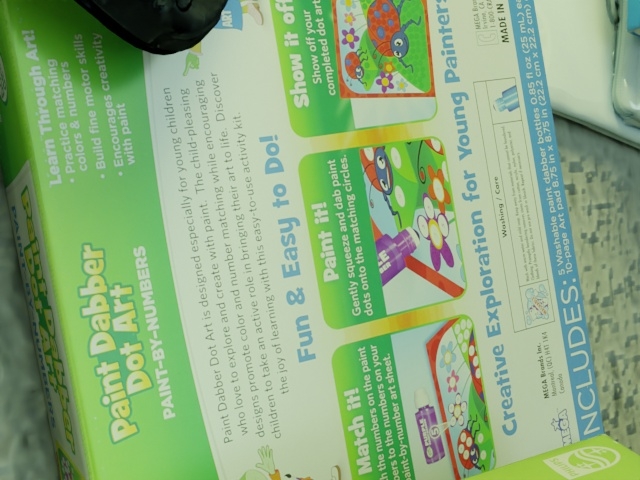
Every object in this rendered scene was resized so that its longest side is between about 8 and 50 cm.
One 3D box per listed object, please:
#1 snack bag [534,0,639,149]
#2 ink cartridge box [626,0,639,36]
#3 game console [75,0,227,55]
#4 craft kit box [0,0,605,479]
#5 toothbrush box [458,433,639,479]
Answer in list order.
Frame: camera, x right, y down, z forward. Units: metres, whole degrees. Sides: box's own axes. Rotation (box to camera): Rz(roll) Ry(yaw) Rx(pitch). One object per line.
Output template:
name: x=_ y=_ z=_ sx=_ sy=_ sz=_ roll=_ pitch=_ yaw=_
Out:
snack bag: x=0.193 y=-0.220 z=0.585 sx=0.342 sy=0.037 sz=0.323 roll=12 pitch=80 yaw=-34
ink cartridge box: x=0.261 y=-0.212 z=0.559 sx=0.148 sy=0.086 sz=0.203 roll=7 pitch=84 yaw=-35
game console: x=-0.049 y=-0.238 z=0.370 sx=0.213 sy=0.044 sz=0.361 roll=33 pitch=55 yaw=-28
craft kit box: x=0.000 y=0.000 z=0.405 sx=0.246 sy=0.061 sz=0.250 roll=-11 pitch=92 yaw=-32
toothbrush box: x=0.015 y=0.212 z=0.302 sx=0.283 sy=0.122 sz=0.206 roll=-15 pitch=102 yaw=-14
